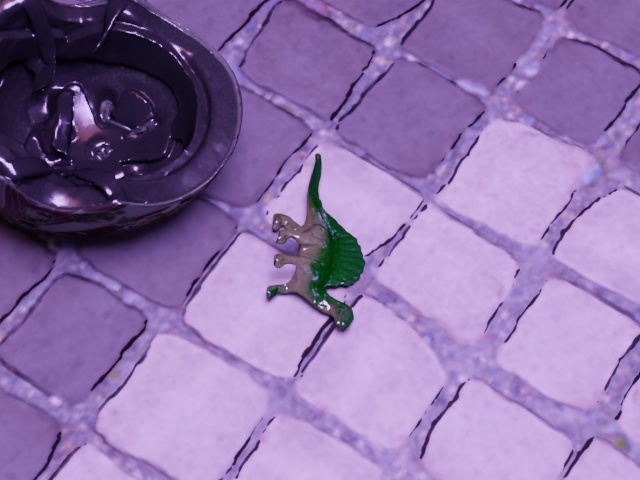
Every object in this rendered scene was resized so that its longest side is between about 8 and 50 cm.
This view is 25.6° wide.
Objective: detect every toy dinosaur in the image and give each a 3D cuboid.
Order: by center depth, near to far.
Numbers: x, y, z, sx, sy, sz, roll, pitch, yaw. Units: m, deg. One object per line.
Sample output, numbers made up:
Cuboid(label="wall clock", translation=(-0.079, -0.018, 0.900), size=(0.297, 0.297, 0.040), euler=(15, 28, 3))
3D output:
Cuboid(label="toy dinosaur", translation=(0.000, 0.001, 0.882), size=(0.060, 0.029, 0.119), euler=(14, 56, -11))

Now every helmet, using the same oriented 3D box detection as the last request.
Cuboid(label="helmet", translation=(-0.147, -0.066, 0.869), size=(0.177, 0.107, 0.153), euler=(8, 58, -18))
